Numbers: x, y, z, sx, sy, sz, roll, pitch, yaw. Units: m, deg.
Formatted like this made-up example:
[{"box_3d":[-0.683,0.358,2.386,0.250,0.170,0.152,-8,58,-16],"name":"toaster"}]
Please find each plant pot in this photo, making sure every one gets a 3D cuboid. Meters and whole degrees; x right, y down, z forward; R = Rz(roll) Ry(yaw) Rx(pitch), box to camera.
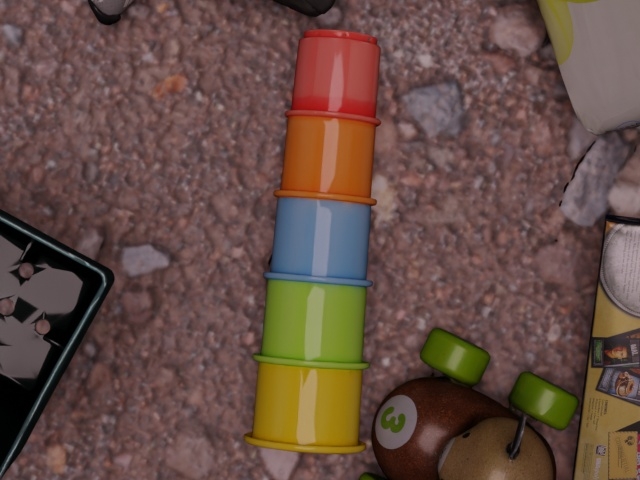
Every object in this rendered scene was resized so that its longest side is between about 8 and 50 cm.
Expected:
[{"box_3d":[-0.249,0.053,1.214,0.165,0.234,0.165,29,91,-1],"name":"plant pot"}]

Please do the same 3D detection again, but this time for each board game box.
[{"box_3d":[0.282,0.111,1.282,0.165,0.042,0.243,8,98,9],"name":"board game box"}]

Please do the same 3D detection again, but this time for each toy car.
[{"box_3d":[0.110,0.164,1.236,0.149,0.188,0.155,26,91,0],"name":"toy car"}]

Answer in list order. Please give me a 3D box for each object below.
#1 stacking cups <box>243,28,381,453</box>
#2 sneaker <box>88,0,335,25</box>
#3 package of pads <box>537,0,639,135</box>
[{"box_3d":[0.000,0.000,1.280,0.096,0.096,0.316,4,91,0],"name":"stacking cups"},{"box_3d":[-0.107,-0.205,1.293,0.228,0.086,0.132,36,96,10],"name":"sneaker"},{"box_3d":[0.243,-0.242,1.217,0.101,0.229,0.297,-20,90,-40],"name":"package of pads"}]
